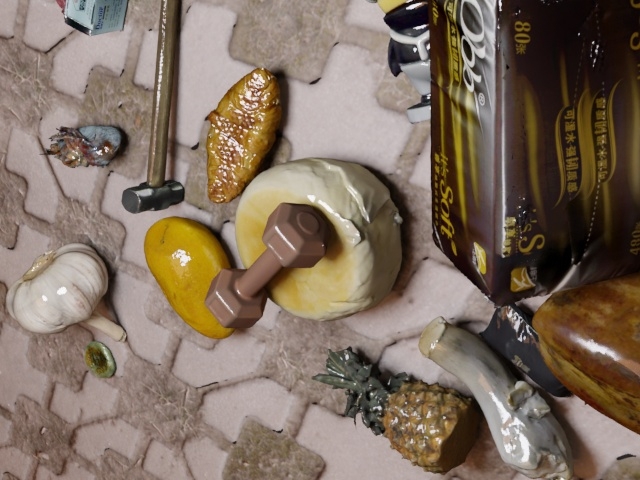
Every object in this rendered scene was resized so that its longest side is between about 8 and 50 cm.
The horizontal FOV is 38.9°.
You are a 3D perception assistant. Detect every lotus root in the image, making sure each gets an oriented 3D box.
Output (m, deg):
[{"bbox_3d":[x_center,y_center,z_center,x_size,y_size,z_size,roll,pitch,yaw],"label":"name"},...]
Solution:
[{"bbox_3d":[0.402,0.132,1.040,0.291,0.193,0.193,29,123,29],"label":"lotus root"}]

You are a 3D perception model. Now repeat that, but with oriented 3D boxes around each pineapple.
[{"bbox_3d":[0.107,0.242,1.334,0.248,0.128,0.128,24,120,35],"label":"pineapple"}]

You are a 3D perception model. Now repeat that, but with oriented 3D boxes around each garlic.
[{"bbox_3d":[-0.458,0.124,1.704,0.199,0.199,0.226,-14,127,40],"label":"garlic"}]

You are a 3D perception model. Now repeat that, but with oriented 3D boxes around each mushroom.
[{"bbox_3d":[0.241,0.217,1.232,0.278,0.096,0.099,53,161,11],"label":"mushroom"}]

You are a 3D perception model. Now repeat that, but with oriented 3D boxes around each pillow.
[{"bbox_3d":[0.282,0.145,1.203,0.150,0.048,0.090,39,128,19],"label":"pillow"}]

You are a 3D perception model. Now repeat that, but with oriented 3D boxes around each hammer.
[{"bbox_3d":[-0.257,-0.223,1.453,0.044,0.111,0.365,19,111,29],"label":"hammer"}]

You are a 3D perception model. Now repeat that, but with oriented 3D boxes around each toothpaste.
[{"bbox_3d":[-0.327,-0.474,1.406,0.071,0.089,0.312,29,122,17],"label":"toothpaste"}]

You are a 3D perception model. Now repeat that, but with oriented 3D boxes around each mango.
[{"bbox_3d":[-0.209,0.061,1.505,0.147,0.109,0.227,-36,85,38],"label":"mango"}]

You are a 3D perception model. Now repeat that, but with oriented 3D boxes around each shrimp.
[{"bbox_3d":[-0.432,-0.162,1.615,0.233,0.079,0.090,-2,144,40],"label":"shrimp"}]

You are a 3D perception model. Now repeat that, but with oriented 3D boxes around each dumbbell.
[{"bbox_3d":[-0.075,0.037,1.242,0.092,0.082,0.231,50,132,4],"label":"dumbbell"}]

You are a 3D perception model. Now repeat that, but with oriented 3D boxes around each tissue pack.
[{"bbox_3d":[0.236,-0.143,0.978,0.198,0.210,0.369,-121,21,-59],"label":"tissue pack"}]

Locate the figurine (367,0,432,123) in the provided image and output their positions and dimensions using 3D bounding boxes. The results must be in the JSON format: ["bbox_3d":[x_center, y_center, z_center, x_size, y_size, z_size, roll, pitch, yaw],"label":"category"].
[{"bbox_3d":[0.143,-0.274,1.097,0.176,0.133,0.236,-13,102,30],"label":"figurine"}]

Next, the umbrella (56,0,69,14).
[{"bbox_3d":[-0.454,-0.441,1.556,0.027,0.025,0.165,-27,87,59],"label":"umbrella"}]

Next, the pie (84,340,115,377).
[{"bbox_3d":[-0.443,0.240,1.812,0.085,0.017,0.085,14,114,33],"label":"pie"}]

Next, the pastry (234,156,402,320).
[{"bbox_3d":[-0.002,0.001,1.308,0.265,0.133,0.264,15,117,32],"label":"pastry"}]

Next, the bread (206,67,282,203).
[{"bbox_3d":[-0.118,-0.162,1.373,0.105,0.076,0.233,29,116,12],"label":"bread"}]
